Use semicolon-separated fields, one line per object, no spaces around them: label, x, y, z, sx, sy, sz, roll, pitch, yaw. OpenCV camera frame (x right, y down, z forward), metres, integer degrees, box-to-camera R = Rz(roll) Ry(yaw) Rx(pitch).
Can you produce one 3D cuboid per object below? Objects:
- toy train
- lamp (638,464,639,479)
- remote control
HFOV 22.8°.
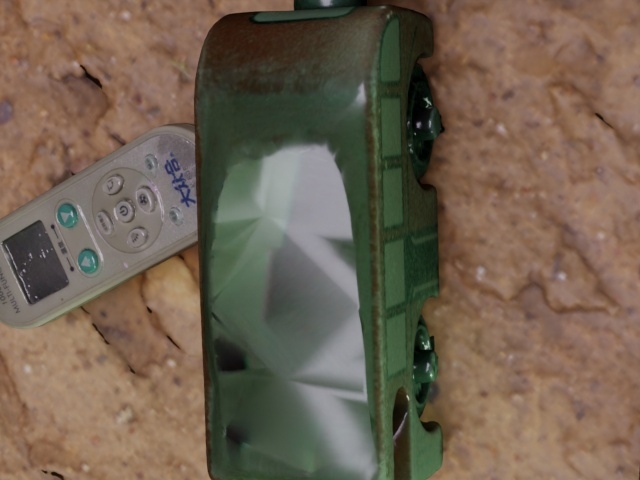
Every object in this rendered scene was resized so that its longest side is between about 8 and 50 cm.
toy train;0.000;0.000;0.945;0.129;0.159;0.327;1;96;18
lamp;0.251;0.155;0.871;0.161;0.161;0.185;3;97;20
remote control;-0.143;-0.008;1.046;0.221;0.042;0.078;-27;87;31
